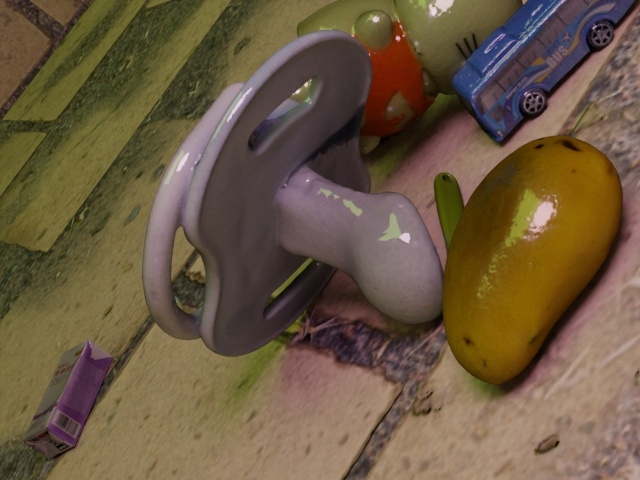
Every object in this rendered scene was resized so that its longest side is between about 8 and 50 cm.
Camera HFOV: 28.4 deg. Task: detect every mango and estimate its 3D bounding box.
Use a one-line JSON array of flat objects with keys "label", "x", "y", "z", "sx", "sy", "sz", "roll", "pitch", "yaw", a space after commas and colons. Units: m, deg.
[{"label": "mango", "x": 0.123, "y": 0.010, "z": 0.767, "sx": 0.103, "sy": 0.076, "sz": 0.161, "roll": 8, "pitch": 69, "yaw": 56}]

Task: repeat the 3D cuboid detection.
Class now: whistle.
[{"label": "whistle", "x": 0.047, "y": -0.140, "z": 1.003, "sx": 0.288, "sy": 0.131, "sz": 0.106, "roll": -28, "pitch": 69, "yaw": 9}]

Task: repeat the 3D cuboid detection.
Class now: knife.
[{"label": "knife", "x": 0.097, "y": 0.001, "z": 0.890, "sx": 0.184, "sy": 0.022, "sz": 0.026, "roll": -93, "pitch": 22, "yaw": -56}]

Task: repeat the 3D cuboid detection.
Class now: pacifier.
[{"label": "pacifier", "x": 0.000, "y": 0.000, "z": 0.889, "sx": 0.207, "sy": 0.279, "sz": 0.227, "roll": 27, "pitch": 56, "yaw": 22}]

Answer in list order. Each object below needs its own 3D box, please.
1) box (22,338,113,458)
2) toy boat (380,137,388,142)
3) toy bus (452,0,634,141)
[{"label": "box", "x": -0.252, "y": 0.157, "z": 1.265, "sx": 0.050, "sy": 0.036, "sz": 0.117, "roll": -30, "pitch": 30, "yaw": 37}, {"label": "toy boat", "x": 0.061, "y": -0.201, "z": 1.165, "sx": 0.108, "sy": 0.099, "sz": 0.293, "roll": -19, "pitch": 46, "yaw": 48}, {"label": "toy bus", "x": 0.165, "y": -0.146, "z": 0.938, "sx": 0.153, "sy": 0.061, "sz": 0.051, "roll": -45, "pitch": 29, "yaw": 8}]
